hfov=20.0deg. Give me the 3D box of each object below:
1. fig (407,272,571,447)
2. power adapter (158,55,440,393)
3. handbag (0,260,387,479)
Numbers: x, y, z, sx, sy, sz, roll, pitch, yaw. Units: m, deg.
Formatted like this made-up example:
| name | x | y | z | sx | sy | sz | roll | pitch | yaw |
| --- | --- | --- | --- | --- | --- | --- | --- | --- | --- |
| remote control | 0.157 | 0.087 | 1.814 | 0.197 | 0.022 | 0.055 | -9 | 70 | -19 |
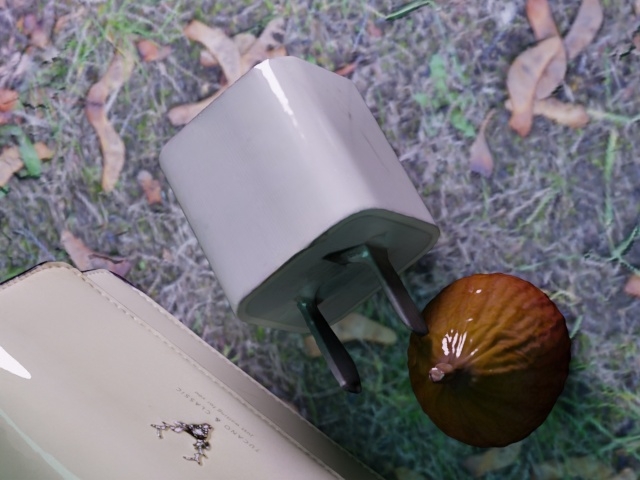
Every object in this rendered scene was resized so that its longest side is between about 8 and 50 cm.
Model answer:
| name | x | y | z | sx | sy | sz | roll | pitch | yaw |
| --- | --- | --- | --- | --- | --- | --- | --- | --- | --- |
| fig | 0.116 | 0.077 | 1.206 | 0.119 | 0.153 | 0.119 | 1 | 81 | -4 |
| power adapter | 0.000 | 0.000 | 1.217 | 0.130 | 0.125 | 0.205 | -38 | 64 | 21 |
| handbag | -0.096 | 0.177 | 1.246 | 0.358 | 0.236 | 0.160 | 36 | 110 | 15 |
